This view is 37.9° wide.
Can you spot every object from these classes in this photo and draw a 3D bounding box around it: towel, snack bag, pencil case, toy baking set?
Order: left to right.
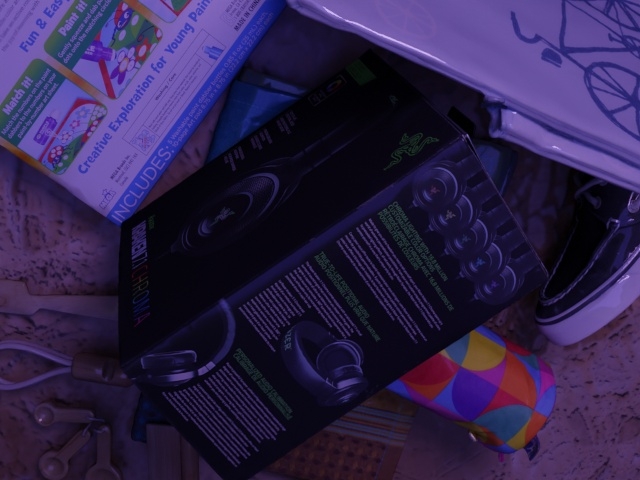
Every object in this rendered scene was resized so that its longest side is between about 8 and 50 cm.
[{"bbox_3d":[-0.203,0.130,0.851,0.196,0.030,0.256,-24,100,9],"label":"toy baking set"},{"bbox_3d":[-0.003,0.050,0.876,0.271,0.040,0.370,16,103,-9],"label":"towel"},{"bbox_3d":[0.100,0.108,0.834,0.236,0.104,0.104,32,98,-12],"label":"pencil case"},{"bbox_3d":[0.140,-0.184,0.713,0.342,0.323,0.037,22,134,-12],"label":"snack bag"}]

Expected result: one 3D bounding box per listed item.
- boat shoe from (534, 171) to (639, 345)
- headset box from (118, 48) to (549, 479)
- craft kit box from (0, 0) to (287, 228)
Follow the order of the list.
[{"bbox_3d":[0.279,-0.045,0.850,0.102,0.108,0.301,37,94,-14],"label":"boat shoe"},{"bbox_3d":[0.000,0.000,0.706,0.283,0.246,0.131,-34,116,5],"label":"headset box"},{"bbox_3d":[-0.196,-0.180,0.782,0.246,0.061,0.250,36,96,-18],"label":"craft kit box"}]
